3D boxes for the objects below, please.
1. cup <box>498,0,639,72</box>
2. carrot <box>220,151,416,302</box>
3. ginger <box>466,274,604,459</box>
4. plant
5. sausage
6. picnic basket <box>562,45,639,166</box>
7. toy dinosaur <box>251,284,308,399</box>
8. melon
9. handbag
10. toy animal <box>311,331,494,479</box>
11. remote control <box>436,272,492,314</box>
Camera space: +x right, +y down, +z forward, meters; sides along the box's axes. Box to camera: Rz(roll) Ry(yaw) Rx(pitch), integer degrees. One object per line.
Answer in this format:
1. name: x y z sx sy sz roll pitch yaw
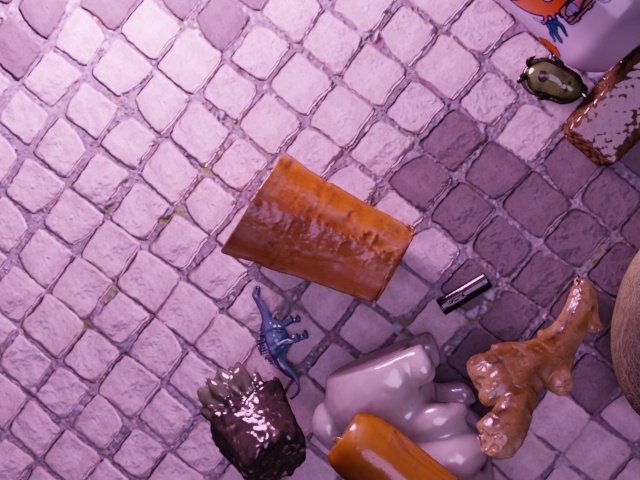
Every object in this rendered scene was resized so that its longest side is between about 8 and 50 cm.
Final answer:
1. cup: 0.354 -0.408 1.460 0.317 0.212 0.212 43 99 -1
2. carrot: 0.000 0.000 1.560 0.254 0.196 0.196 29 98 -2
3. ginger: 0.326 0.189 1.538 0.334 0.081 0.148 -40 50 -22
4. plant: -0.109 0.290 1.610 0.132 0.194 0.129 -20 138 -23
5. sausage: 0.157 0.371 1.423 0.328 0.112 0.112 36 99 9
6. picnic basket: 0.471 -0.207 1.545 0.110 0.055 0.193 41 100 1
7. toy dinosaur: -0.065 0.163 1.649 0.080 0.045 0.197 -21 86 21
8. melon: 0.555 0.130 1.475 0.249 0.248 0.329 5 88 6
9. handbag: 0.364 -0.247 1.555 0.111 0.047 0.072 24 99 6
10. toy animal: 0.155 0.338 1.572 0.241 0.196 0.367 -35 90 16
11. remote control: 0.233 0.087 1.621 0.091 0.016 0.034 -32 87 8
